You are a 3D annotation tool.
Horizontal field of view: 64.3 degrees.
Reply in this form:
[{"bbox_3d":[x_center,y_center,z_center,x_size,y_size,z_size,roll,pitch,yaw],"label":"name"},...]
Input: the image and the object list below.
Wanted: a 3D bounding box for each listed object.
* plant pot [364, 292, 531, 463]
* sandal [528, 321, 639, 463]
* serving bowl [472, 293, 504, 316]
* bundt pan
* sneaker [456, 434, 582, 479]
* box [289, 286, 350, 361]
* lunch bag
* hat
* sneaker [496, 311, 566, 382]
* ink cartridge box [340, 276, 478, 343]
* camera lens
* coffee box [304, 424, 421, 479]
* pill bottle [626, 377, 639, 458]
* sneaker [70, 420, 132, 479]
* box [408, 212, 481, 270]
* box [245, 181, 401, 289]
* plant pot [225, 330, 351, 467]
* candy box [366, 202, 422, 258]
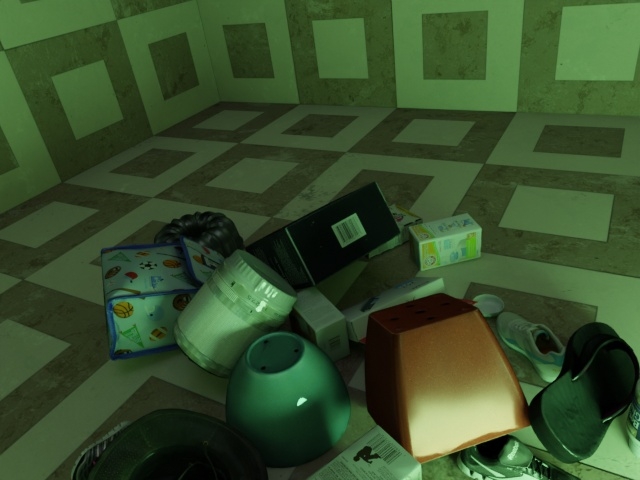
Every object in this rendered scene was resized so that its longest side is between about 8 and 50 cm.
[{"bbox_3d":[0.230,0.254,1.048,0.267,0.236,0.267,-14,7,-9],"label":"plant pot"},{"bbox_3d":[0.569,0.285,1.026,0.446,0.107,0.167,-25,70,-45],"label":"sandal"},{"bbox_3d":[0.457,0.182,1.390,0.083,0.027,0.083,-6,32,4],"label":"serving bowl"},{"bbox_3d":[-0.445,-0.002,1.826,0.331,0.124,0.331,-6,31,3],"label":"bundt pan"},{"bbox_3d":[0.371,0.421,0.949,0.234,0.106,0.078,10,37,28],"label":"sneaker"},{"bbox_3d":[-0.008,0.224,1.340,0.091,0.130,0.170,-22,33,-21],"label":"box"},{"bbox_3d":[-0.427,0.146,1.490,0.385,0.239,0.328,-4,27,-23],"label":"lunch bag"},{"bbox_3d":[-0.268,0.491,0.972,0.331,0.134,0.331,5,43,-5],"label":"hat"},{"bbox_3d":[0.513,0.234,1.231,0.087,0.092,0.229,-18,31,-12],"label":"sneaker"},{"bbox_3d":[0.209,0.179,1.322,0.296,0.066,0.261,-22,6,-21],"label":"ink cartridge box"},{"bbox_3d":[-0.217,0.188,1.285,0.274,0.219,0.219,-52,38,3],"label":"camera lens"},{"bbox_3d":[0.032,0.486,0.872,0.297,0.168,0.119,-28,36,-27],"label":"coffee box"},{"bbox_3d":[0.633,0.338,0.956,0.094,0.169,0.094,-6,31,4],"label":"pill bottle"},{"bbox_3d":[-0.462,0.471,1.117,0.075,0.063,0.170,5,29,33],"label":"sneaker"},{"bbox_3d":[0.391,0.005,1.611,0.203,0.114,0.103,-12,33,-5],"label":"box"},{"bbox_3d":[0.000,0.000,1.531,0.343,0.179,0.312,-29,4,-31],"label":"box"},{"bbox_3d":[-0.085,0.321,1.141,0.290,0.195,0.290,-6,32,4],"label":"plant pot"},{"bbox_3d":[0.215,-0.037,1.766,0.233,0.071,0.159,-22,33,-22],"label":"candy box"}]
